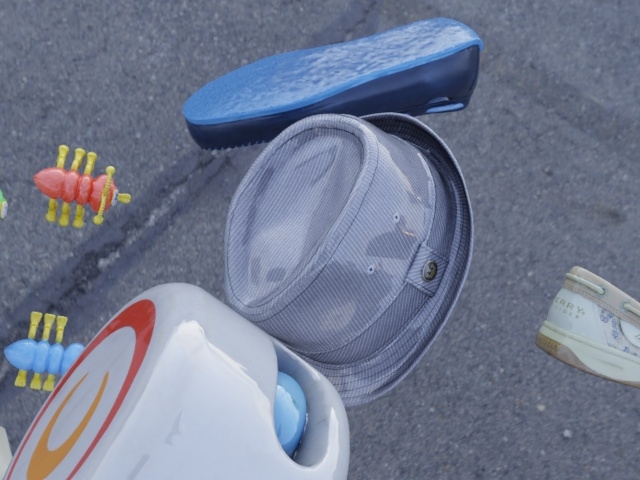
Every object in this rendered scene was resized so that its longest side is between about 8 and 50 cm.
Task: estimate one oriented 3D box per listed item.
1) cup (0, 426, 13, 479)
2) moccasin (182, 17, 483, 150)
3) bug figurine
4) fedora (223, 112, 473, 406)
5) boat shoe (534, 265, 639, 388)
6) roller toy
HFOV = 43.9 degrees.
[{"bbox_3d":[-0.481,0.342,0.953,0.236,0.331,0.331,-16,66,-24],"label":"cup"},{"bbox_3d":[0.023,-0.145,0.888,0.341,0.117,0.138,-13,41,-2],"label":"moccasin"},{"bbox_3d":[-0.328,0.028,0.857,0.216,0.072,0.279,9,91,-18],"label":"bug figurine"},{"bbox_3d":[0.000,0.000,0.695,0.243,0.124,0.276,35,95,39],"label":"fedora"},{"bbox_3d":[0.341,0.101,0.765,0.285,0.104,0.089,15,95,-26],"label":"boat shoe"},{"bbox_3d":[-0.084,0.138,0.464,0.146,0.191,0.209,38,66,-21],"label":"roller toy"}]
